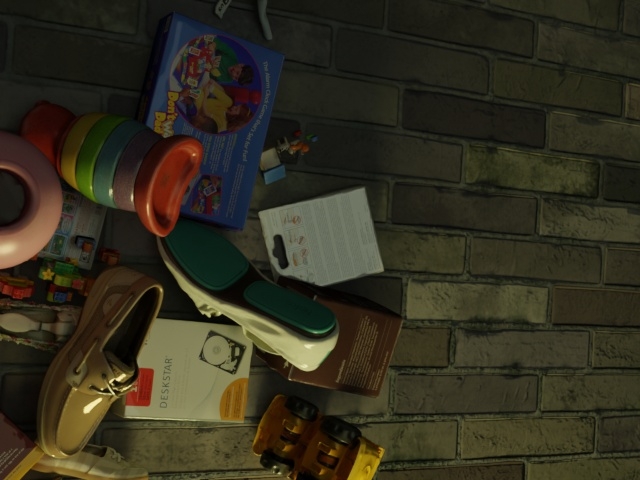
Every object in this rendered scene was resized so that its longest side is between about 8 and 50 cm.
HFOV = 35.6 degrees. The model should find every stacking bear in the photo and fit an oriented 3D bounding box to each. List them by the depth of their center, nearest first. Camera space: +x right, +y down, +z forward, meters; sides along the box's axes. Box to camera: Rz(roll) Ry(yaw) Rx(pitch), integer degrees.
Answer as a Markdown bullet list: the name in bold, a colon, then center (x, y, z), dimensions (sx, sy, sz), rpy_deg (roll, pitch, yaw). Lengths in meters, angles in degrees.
- **stacking bear**: center (-0.372, -0.144, 1.673), dimensions (0.289, 0.164, 0.175), rpy_deg (21, 85, 14)

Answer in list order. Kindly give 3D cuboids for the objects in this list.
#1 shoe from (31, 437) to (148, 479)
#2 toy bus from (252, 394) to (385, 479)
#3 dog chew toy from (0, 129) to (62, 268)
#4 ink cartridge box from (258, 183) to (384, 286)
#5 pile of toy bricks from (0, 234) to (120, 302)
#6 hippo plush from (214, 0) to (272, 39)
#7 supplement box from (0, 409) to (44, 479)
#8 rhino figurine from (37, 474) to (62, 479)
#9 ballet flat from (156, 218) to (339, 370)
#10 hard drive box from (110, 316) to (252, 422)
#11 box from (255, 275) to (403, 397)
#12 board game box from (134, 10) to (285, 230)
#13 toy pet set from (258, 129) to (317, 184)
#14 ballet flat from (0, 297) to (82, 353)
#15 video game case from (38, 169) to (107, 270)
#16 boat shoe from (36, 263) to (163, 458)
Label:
- **shoe**: center (-0.400, 0.384, 1.742), dimensions (0.219, 0.076, 0.058), rpy_deg (17, 87, -26)
- **toy bus**: center (0.013, 0.402, 1.924), dimensions (0.211, 0.220, 0.149), rpy_deg (23, 91, -57)
- **dog chew toy**: center (-0.522, -0.059, 1.529), dimensions (0.206, 0.332, 0.206), rpy_deg (0, 89, -29)
- **ink cartridge box**: center (0.000, 0.000, 1.985), dimensions (0.225, 0.056, 0.181), rpy_deg (-14, 97, -9)
- **pile of toy bricks**: center (-0.431, 0.058, 1.692), dimensions (0.212, 0.105, 0.118), rpy_deg (11, 104, -27)
- **hippo plush**: center (-0.103, -0.562, 1.809), dimensions (0.234, 0.236, 0.294), rpy_deg (20, 81, -27)
- **supplement box**: center (-0.593, 0.338, 1.607), dimensions (0.191, 0.129, 0.194), rpy_deg (-47, 111, -20)
- **rhino figurine**: center (-0.530, 0.496, 1.675), dimensions (0.243, 0.073, 0.106), rpy_deg (-26, 99, -25)
- **ballet flat**: center (-0.145, 0.107, 1.777), dimensions (0.139, 0.400, 0.139), rpy_deg (-46, 154, -30)
- **hard drive box**: center (-0.251, 0.234, 1.816), dimensions (0.232, 0.089, 0.181), rpy_deg (7, 86, -28)
- **box**: center (0.016, 0.183, 1.901), dimensions (0.203, 0.168, 0.167), rpy_deg (16, 94, -28)
- **board game box**: center (-0.219, -0.212, 1.838), dimensions (0.233, 0.078, 0.347), rpy_deg (17, 82, -27)
- **toy pet set**: center (-0.062, -0.156, 1.906), dimensions (0.114, 0.122, 0.065), rpy_deg (-23, 107, -10)
- **ballet flat**: center (-0.475, 0.148, 1.701), dimensions (0.241, 0.077, 0.091), rpy_deg (7, 86, -29)
- **video game case**: center (-0.452, -0.041, 1.746), dimensions (0.143, 0.019, 0.157), rpy_deg (17, 83, -27)
- **boat shoe**: center (-0.367, 0.210, 1.664), dimensions (0.121, 0.110, 0.341), rpy_deg (25, 84, -54)
